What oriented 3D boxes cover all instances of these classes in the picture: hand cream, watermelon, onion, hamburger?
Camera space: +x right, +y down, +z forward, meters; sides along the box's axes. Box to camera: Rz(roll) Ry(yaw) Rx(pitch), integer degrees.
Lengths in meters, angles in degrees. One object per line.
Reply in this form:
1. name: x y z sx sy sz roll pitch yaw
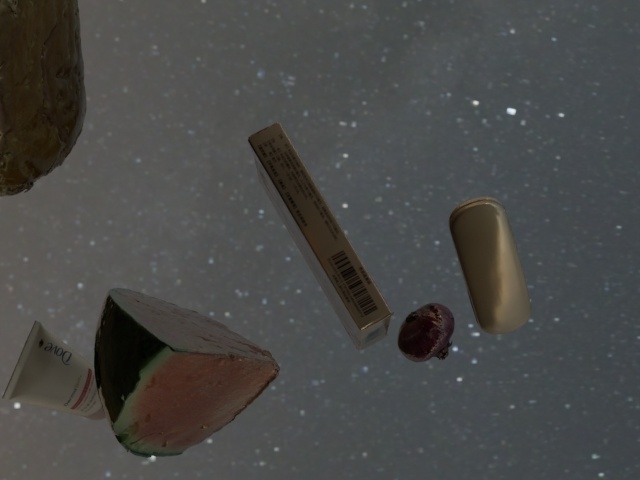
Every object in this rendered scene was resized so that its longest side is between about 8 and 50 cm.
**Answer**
1. hand cream: -0.433 0.231 1.678 0.083 0.248 0.133 8 -108 24
2. watermelon: -0.225 0.207 1.409 0.319 0.292 0.222 22 -86 44
3. onion: 0.191 0.167 1.756 0.104 0.115 0.115 48 -46 -6
4. hamburger: -0.350 -0.197 1.136 0.134 0.265 0.284 19 -49 12

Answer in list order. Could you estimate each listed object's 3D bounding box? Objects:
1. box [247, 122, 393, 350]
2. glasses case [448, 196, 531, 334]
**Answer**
1. box: 0.000 0.000 1.603 0.353 0.069 0.214 61 -6 13
2. glasses case: 0.225 0.036 1.314 0.051 0.081 0.204 -101 173 -62
